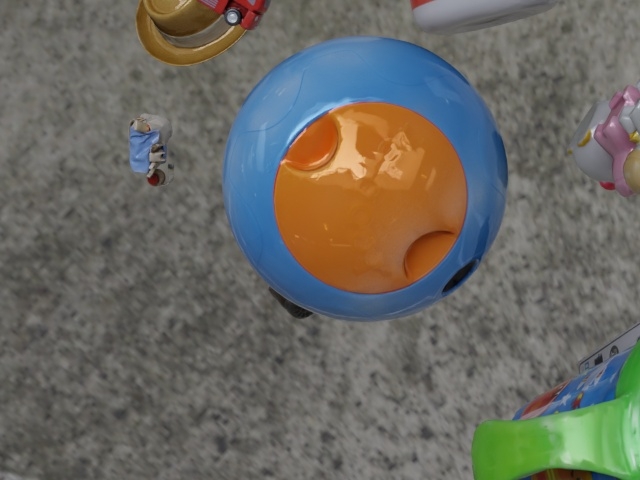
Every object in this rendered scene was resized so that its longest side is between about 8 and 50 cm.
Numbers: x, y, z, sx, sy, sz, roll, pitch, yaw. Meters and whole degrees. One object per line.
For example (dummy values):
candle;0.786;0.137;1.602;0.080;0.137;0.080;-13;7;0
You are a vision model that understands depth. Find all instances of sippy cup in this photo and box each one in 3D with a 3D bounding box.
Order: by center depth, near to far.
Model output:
sippy cup;0.279;0.197;1.283;0.224;0.305;0.240;-26;24;52

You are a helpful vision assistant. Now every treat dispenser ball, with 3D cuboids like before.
treat dispenser ball;0.045;-0.061;1.497;0.288;0.288;0.288;-9;60;16

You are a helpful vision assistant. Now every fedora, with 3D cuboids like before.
fedora;-0.176;-0.332;2.007;0.194;0.079;0.194;-7;69;19

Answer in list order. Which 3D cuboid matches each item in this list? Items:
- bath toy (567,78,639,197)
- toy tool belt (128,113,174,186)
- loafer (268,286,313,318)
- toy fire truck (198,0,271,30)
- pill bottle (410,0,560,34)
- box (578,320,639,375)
bath toy;0.406;-0.115;1.823;0.129;0.348;0.151;29;85;-5
toy tool belt;-0.190;-0.095;1.625;0.052;0.051;0.083;5;108;18
loafer;0.000;0.000;2.010;0.078;0.080;0.220;24;68;34
toy fire truck;-0.125;-0.336;1.658;0.192;0.047;0.135;31;107;2
pill bottle;0.167;-0.412;1.730;0.181;0.181;0.323;-12;91;15
box;0.436;0.151;1.744;0.169;0.290;0.087;8;67;-14
